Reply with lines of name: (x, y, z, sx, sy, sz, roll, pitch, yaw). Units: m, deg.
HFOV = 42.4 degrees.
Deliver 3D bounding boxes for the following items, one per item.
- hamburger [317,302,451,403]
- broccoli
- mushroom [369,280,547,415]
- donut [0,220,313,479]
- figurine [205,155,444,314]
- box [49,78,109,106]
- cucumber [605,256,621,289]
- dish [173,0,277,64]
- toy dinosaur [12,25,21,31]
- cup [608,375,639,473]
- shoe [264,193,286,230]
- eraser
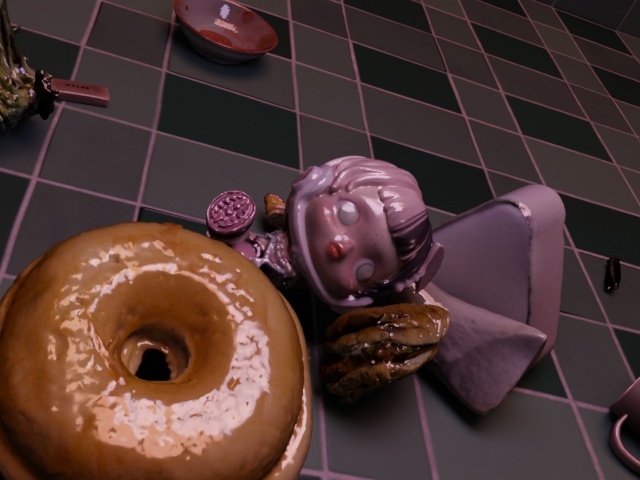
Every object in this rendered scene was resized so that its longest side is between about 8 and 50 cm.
hamburger: (0.094, 0.154, 1.278, 0.206, 0.183, 0.130, -25, 89, -48)
broccoli: (-0.565, -0.315, 1.422, 0.247, 0.243, 0.263, 12, 30, 2)
mushroom: (0.186, 0.113, 1.416, 0.397, 0.177, 0.126, 38, 19, 25)
donut: (-0.206, 0.166, 1.043, 0.449, 0.198, 0.449, 12, 47, -13)
figurine: (-0.002, -0.008, 1.304, 0.361, 0.253, 0.211, -18, 29, -5)
box: (-0.479, -0.295, 1.641, 0.115, 0.025, 0.048, 6, 38, -25)
cucumber: (0.666, 0.079, 1.876, 0.034, 0.033, 0.135, 54, 33, -17)
dish: (-0.240, -0.494, 1.996, 0.260, 0.085, 0.260, 19, 35, -14)
toy dinosaur: (-0.681, -0.439, 1.707, 0.120, 0.029, 0.060, 1, 26, -23)
cup: (0.629, 0.317, 1.440, 0.253, 0.191, 0.200, -37, 68, -20)
shoe: (-0.058, -0.053, 1.554, 0.109, 0.072, 0.069, 3, 46, -29)
eraser: (0.311, 0.039, 1.466, 0.331, 0.331, 0.150, 43, 38, 22)
